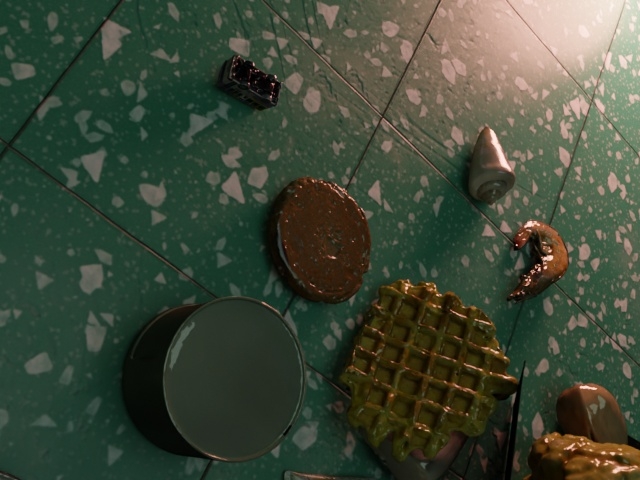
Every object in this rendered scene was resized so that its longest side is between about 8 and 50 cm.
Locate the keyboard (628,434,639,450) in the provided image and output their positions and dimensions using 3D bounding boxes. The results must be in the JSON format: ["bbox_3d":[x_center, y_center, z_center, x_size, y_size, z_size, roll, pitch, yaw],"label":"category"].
[{"bbox_3d":[0.680,0.463,1.807,0.202,0.011,0.067,31,66,-29],"label":"keyboard"}]

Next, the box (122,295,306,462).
[{"bbox_3d":[-0.154,0.199,1.142,0.226,0.149,0.226,8,77,-36],"label":"box"}]

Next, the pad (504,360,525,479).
[{"bbox_3d":[0.339,0.376,1.418,0.367,0.007,0.247,64,36,-65],"label":"pad"}]

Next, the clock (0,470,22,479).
[{"bbox_3d":[-0.434,0.397,0.954,0.244,0.056,0.244,8,76,-35],"label":"clock"}]

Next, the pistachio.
[{"bbox_3d":[0.572,0.387,1.667,0.223,0.126,0.152,57,26,-28],"label":"pistachio"}]

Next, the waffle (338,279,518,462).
[{"bbox_3d":[0.165,0.213,1.353,0.312,0.060,0.307,-29,62,-20],"label":"waffle"}]

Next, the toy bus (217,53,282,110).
[{"bbox_3d":[-0.120,-0.260,1.314,0.102,0.058,0.052,25,66,-36],"label":"toy bus"}]

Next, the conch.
[{"bbox_3d":[0.349,-0.148,1.648,0.104,0.094,0.176,11,47,-22],"label":"conch"}]

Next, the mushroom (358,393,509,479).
[{"bbox_3d":[0.219,0.304,1.423,0.329,0.122,0.159,-32,105,-37],"label":"mushroom"}]

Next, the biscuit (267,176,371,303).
[{"bbox_3d":[0.000,0.000,1.364,0.226,0.042,0.225,10,74,-36],"label":"biscuit"}]

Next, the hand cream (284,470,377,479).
[{"bbox_3d":[0.026,0.412,1.307,0.195,0.042,0.067,9,77,-31],"label":"hand cream"}]

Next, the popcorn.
[{"bbox_3d":[0.496,0.522,1.479,0.292,0.294,0.334,-50,146,-21],"label":"popcorn"}]

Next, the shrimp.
[{"bbox_3d":[0.451,0.046,1.697,0.251,0.052,0.143,-38,94,-43],"label":"shrimp"}]
